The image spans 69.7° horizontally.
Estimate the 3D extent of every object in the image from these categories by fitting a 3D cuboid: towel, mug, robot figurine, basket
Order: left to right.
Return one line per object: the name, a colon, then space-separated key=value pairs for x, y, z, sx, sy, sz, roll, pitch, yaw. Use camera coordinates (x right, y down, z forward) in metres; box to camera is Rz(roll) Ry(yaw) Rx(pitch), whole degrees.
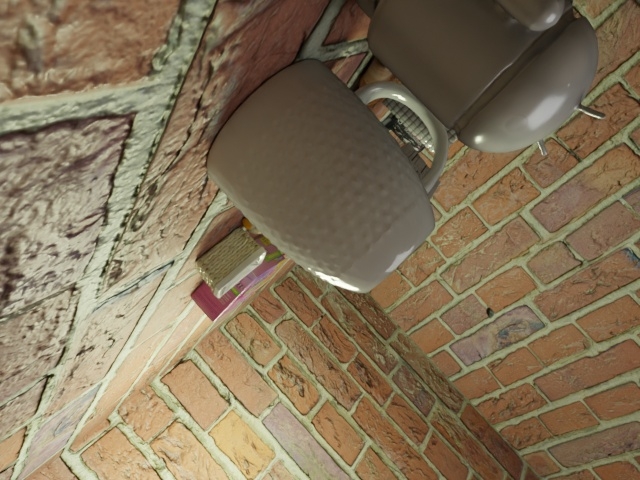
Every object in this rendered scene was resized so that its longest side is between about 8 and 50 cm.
basket: x=-0.243 y=0.058 z=1.238 sx=0.167 sy=0.103 sz=0.113 roll=-41 pitch=175 yaw=-22
mug: x=0.055 y=-0.117 z=0.788 sx=0.374 sy=0.328 sz=0.276 roll=-43 pitch=176 yaw=-10
towel: x=0.348 y=-0.409 z=1.260 sx=0.283 sy=0.235 sz=0.121 roll=-45 pitch=179 yaw=28
robot figurine: x=0.204 y=-0.259 z=0.602 sx=0.200 sy=0.353 sz=0.300 roll=-43 pitch=176 yaw=3

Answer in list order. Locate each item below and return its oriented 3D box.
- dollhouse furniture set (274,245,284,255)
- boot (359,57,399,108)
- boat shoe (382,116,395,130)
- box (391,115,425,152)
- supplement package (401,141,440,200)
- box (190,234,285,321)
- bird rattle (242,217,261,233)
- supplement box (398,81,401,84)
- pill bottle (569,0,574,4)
dollhouse furniture set: x=0.000 y=0.000 z=1.694 sx=0.374 sy=0.201 sz=0.152 roll=-34 pitch=147 yaw=-27
boot: x=0.157 y=-0.367 z=1.022 sx=0.197 sy=0.073 sz=0.152 roll=-27 pitch=167 yaw=-27
boat shoe: x=0.200 y=-0.364 z=1.581 sx=0.142 sy=0.040 sz=0.049 roll=-43 pitch=176 yaw=-3
box: x=0.389 y=-0.453 z=1.626 sx=0.247 sy=0.163 sz=0.142 roll=-43 pitch=177 yaw=-7
supplement package: x=0.156 y=-0.111 z=1.224 sx=0.262 sy=0.145 sz=0.204 roll=-35 pitch=-174 yaw=32
box: x=-0.268 y=0.121 z=1.520 sx=0.243 sy=0.117 sz=0.213 roll=-46 pitch=175 yaw=24
bird rattle: x=-0.107 y=-0.080 z=1.254 sx=0.207 sy=0.143 sz=0.253 roll=-23 pitch=180 yaw=7
supplement box: x=0.182 y=-0.399 z=1.128 sx=0.098 sy=0.036 sz=0.062 roll=-46 pitch=175 yaw=31
pill bottle: x=0.694 y=-0.749 z=1.469 sx=0.318 sy=0.176 sz=0.176 roll=-41 pitch=175 yaw=-29
